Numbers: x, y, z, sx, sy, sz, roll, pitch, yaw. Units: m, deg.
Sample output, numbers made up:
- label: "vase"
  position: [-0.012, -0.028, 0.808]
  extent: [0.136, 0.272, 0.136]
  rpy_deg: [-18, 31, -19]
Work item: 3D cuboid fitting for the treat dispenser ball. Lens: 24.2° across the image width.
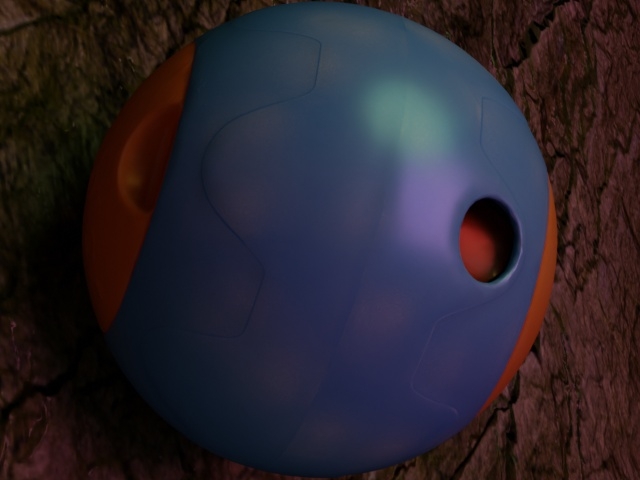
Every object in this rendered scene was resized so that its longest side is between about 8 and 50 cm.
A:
- label: "treat dispenser ball"
  position: [0.000, 0.000, 0.912]
  extent: [0.288, 0.288, 0.288]
  rpy_deg: [36, 46, -48]
